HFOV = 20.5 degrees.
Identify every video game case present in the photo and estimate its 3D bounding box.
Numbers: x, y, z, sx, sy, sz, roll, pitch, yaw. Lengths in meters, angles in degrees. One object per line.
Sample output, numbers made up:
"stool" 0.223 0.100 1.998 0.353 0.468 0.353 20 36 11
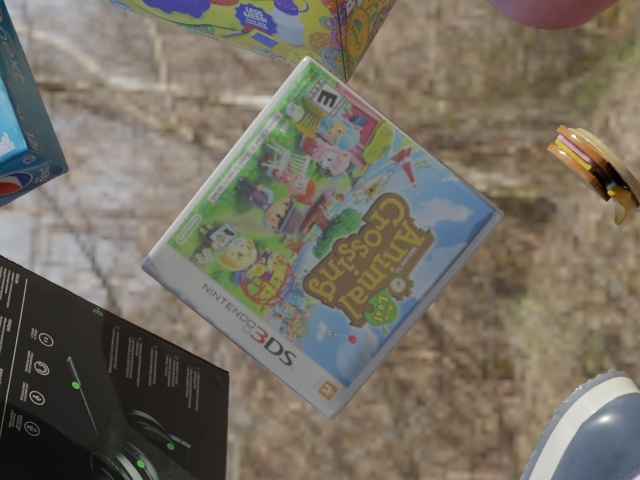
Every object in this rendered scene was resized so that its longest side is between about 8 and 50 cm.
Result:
"video game case" 0.000 0.000 1.354 0.212 0.193 0.023 -51 2 12

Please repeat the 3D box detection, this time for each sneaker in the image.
"sneaker" 0.195 0.258 1.286 0.131 0.112 0.319 40 129 39

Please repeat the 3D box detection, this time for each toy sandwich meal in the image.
"toy sandwich meal" 0.189 -0.044 1.214 0.085 0.029 0.085 47 178 2

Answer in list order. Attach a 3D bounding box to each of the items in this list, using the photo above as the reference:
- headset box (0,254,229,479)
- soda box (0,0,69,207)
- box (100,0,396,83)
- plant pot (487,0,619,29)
"headset box" -0.205 0.168 1.361 0.131 0.283 0.246 -48 26 30
"soda box" -0.268 -0.135 1.353 0.210 0.067 0.071 67 -167 18
"box" -0.054 -0.322 1.445 0.279 0.290 0.177 -59 -21 -28
"plant pot" 0.193 -0.256 1.317 0.180 0.201 0.201 121 154 -61
